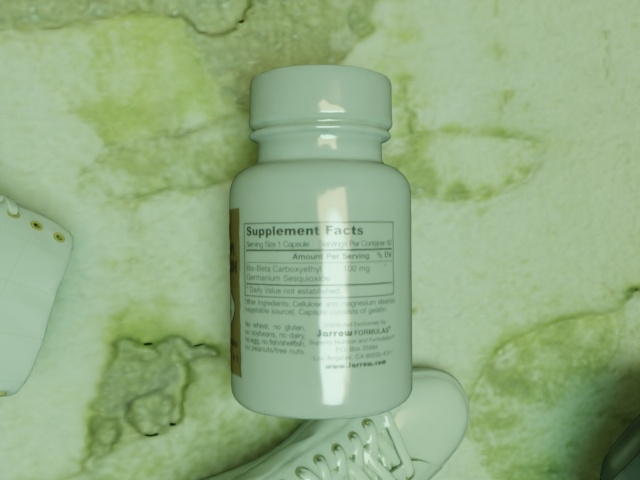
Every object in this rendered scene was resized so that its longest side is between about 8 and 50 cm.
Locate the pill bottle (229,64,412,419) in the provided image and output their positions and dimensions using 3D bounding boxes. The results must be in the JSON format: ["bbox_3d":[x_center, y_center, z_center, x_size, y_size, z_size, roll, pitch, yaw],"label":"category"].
[{"bbox_3d":[0.000,0.000,0.473,0.131,0.131,0.229,0,90,-14],"label":"pill bottle"}]

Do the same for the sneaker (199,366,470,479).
[{"bbox_3d":[0.003,0.191,0.481,0.290,0.123,0.105,-27,95,-14],"label":"sneaker"}]

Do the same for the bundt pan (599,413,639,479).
[{"bbox_3d":[0.346,0.263,0.495,0.331,0.330,0.124,28,120,-13],"label":"bundt pan"}]

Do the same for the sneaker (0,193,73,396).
[{"bbox_3d":[-0.255,-0.036,0.433,0.169,0.108,0.292,15,59,-47],"label":"sneaker"}]
